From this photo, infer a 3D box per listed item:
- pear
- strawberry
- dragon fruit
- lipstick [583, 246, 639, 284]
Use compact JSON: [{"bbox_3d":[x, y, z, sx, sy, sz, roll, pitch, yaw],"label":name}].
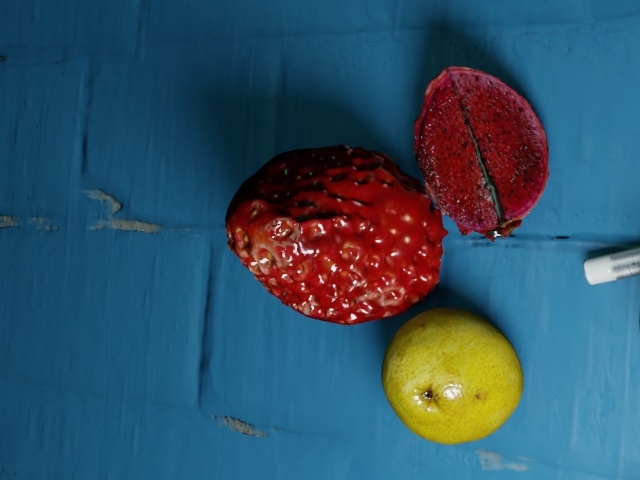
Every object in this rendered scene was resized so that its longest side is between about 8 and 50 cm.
[{"bbox_3d":[0.189,0.197,1.633,0.209,0.209,0.208,-3,84,31],"label":"pear"},{"bbox_3d":[0.000,0.000,1.672,0.317,0.345,0.295,45,120,21],"label":"strawberry"},{"bbox_3d":[0.246,-0.122,1.665,0.189,0.163,0.261,-16,79,0],"label":"dragon fruit"},{"bbox_3d":[0.446,0.030,1.583,0.141,0.040,0.040,-14,79,29],"label":"lipstick"}]
